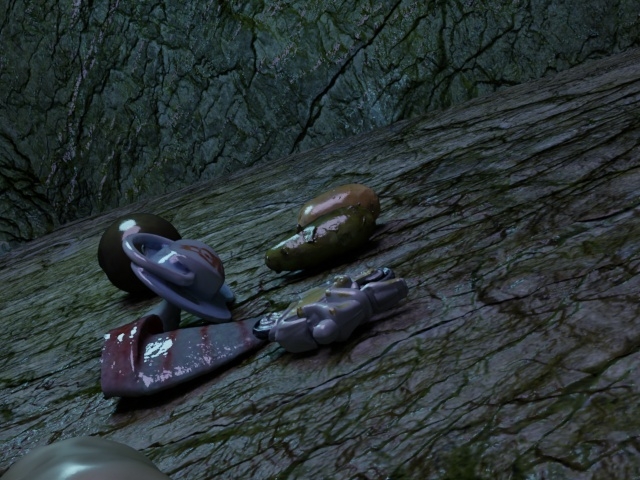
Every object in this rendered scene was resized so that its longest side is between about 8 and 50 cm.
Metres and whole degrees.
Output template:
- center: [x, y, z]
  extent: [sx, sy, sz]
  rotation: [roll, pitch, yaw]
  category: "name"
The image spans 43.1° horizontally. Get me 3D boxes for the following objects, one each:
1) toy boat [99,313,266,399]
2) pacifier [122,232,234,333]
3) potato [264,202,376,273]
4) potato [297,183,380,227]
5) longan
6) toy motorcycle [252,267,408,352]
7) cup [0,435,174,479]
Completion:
- center: [-0.188, 0.165, 1.232]
  extent: [0.282, 0.096, 0.206]
  rotation: [-9, 19, -4]
  category: "toy boat"
- center: [-0.275, 0.100, 1.455]
  extent: [0.207, 0.227, 0.279]
  rotation: [-60, 9, 9]
  category: "pacifier"
- center: [0.000, 0.000, 1.524]
  extent: [0.226, 0.090, 0.117]
  rotation: [-24, -2, 2]
  category: "potato"
- center: [0.034, -0.051, 1.635]
  extent: [0.178, 0.109, 0.118]
  rotation: [-21, 33, 1]
  category: "potato"
- center: [-0.410, 0.027, 1.849]
  extent: [0.198, 0.198, 0.212]
  rotation: [-22, 14, -5]
  category: "longan"
- center: [0.014, 0.101, 1.147]
  extent: [0.229, 0.074, 0.151]
  rotation: [-21, 16, -5]
  category: "toy motorcycle"
- center: [-0.210, 0.263, 0.596]
  extent: [0.255, 0.173, 0.202]
  rotation: [-29, 6, -22]
  category: "cup"
